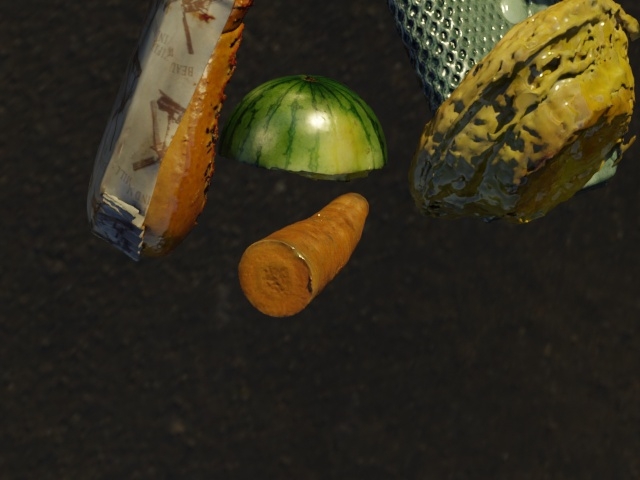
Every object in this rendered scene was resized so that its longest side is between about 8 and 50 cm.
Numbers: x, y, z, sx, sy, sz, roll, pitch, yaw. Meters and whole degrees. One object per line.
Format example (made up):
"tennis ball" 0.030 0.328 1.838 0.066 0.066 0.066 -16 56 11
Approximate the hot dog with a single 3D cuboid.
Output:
"hot dog" -0.075 -0.080 0.942 0.059 0.108 0.191 14 109 -19

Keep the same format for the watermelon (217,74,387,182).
"watermelon" -0.009 -0.071 1.111 0.105 0.105 0.062 8 101 14

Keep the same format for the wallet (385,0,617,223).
"wallet" 0.150 -0.194 1.595 0.075 0.237 0.342 -25 84 37

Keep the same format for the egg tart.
"egg tart" 0.097 -0.051 0.787 0.052 0.130 0.130 47 124 23

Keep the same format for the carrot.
"carrot" 0.000 0.000 1.400 0.061 0.209 0.061 6 108 18
